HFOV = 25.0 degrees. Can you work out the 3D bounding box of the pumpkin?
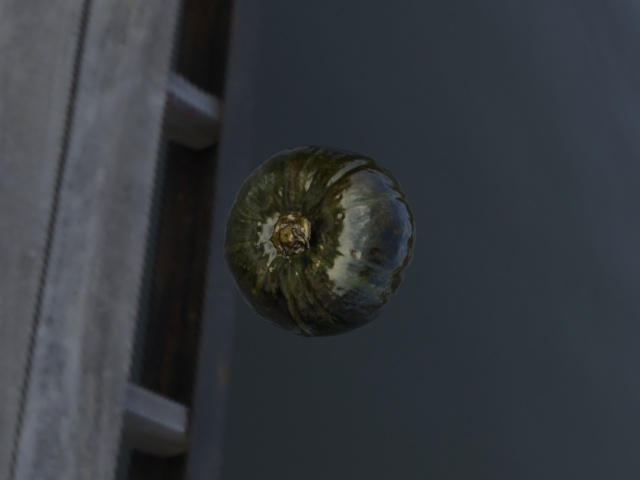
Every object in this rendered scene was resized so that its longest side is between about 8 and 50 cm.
[{"bbox_3d":[0.000,0.000,1.605,0.157,0.223,0.224,14,65,-65],"label":"pumpkin"}]
